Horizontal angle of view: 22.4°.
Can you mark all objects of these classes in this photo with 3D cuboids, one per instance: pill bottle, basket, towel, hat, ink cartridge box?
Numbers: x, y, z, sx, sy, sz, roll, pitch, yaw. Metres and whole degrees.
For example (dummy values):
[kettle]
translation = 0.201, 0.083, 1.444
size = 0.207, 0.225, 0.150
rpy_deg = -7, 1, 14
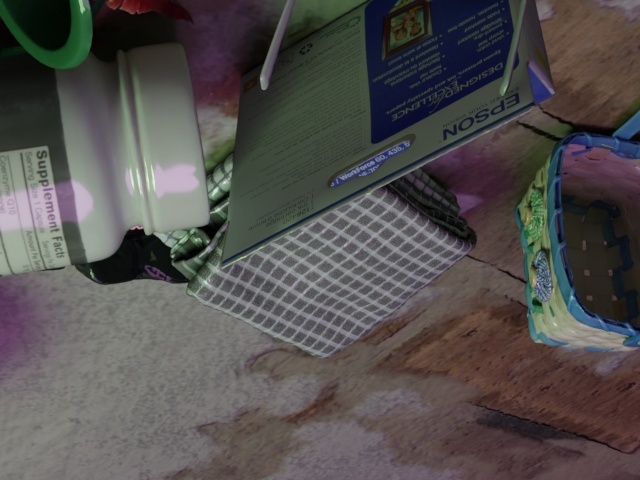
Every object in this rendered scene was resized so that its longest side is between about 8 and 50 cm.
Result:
[pill bottle]
translation = -0.290, -0.070, 1.456
size = 0.361, 0.204, 0.204
rpy_deg = -9, 146, -7
[basket]
translation = 0.337, -0.003, 1.730
size = 0.201, 0.254, 0.289
rpy_deg = 10, 151, -28
[towel]
translation = 0.000, 0.000, 1.719
size = 0.235, 0.121, 0.284
rpy_deg = -39, 139, 22
[hat]
translation = -0.174, -0.251, 1.349
size = 0.184, 0.173, 0.208
rpy_deg = -28, -172, -28
[ink cartridge box]
translation = 0.057, -0.114, 1.423
size = 0.304, 0.307, 0.072
rpy_deg = -27, 125, 20

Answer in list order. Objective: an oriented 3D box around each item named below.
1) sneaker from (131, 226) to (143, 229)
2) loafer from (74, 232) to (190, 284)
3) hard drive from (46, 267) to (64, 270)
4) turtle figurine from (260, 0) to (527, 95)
[sneaker]
translation = -0.214, -0.042, 1.676
size = 0.119, 0.047, 0.057
rpy_deg = -12, 135, -4
[loafer]
translation = -0.187, 0.016, 1.766
size = 0.170, 0.062, 0.061
rpy_deg = 1, -177, -32
[hard drive]
translation = -0.303, -0.028, 1.575
size = 0.094, 0.135, 0.022
rpy_deg = -3, 145, -15
[turtle figurine]
translation = 0.087, -0.268, 1.271
size = 0.275, 0.198, 0.266
rpy_deg = -43, 139, -32
